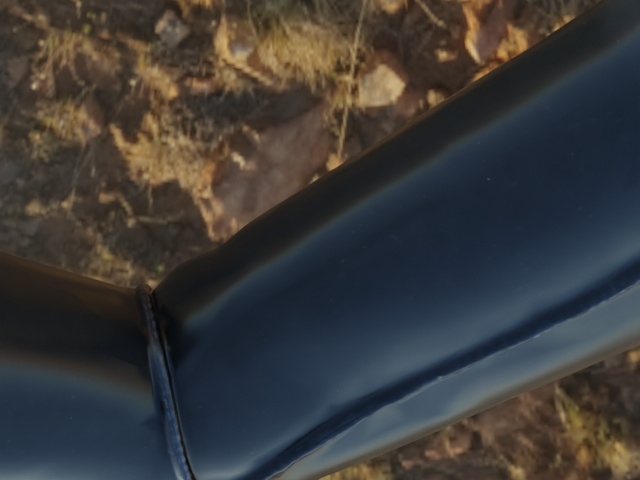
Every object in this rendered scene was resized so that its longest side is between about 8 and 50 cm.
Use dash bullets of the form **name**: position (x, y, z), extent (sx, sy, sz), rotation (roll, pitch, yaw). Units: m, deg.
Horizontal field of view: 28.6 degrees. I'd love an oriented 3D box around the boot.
- **boot**: position (0.001, 0.001, 0.573), extent (0.445, 0.146, 0.367), rotation (-24, 150, 12)
